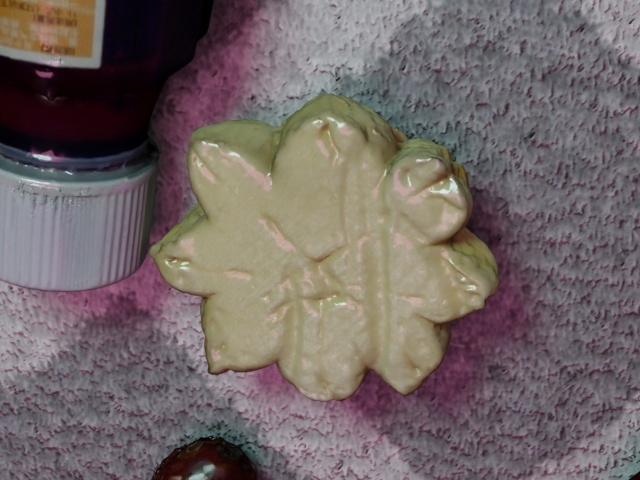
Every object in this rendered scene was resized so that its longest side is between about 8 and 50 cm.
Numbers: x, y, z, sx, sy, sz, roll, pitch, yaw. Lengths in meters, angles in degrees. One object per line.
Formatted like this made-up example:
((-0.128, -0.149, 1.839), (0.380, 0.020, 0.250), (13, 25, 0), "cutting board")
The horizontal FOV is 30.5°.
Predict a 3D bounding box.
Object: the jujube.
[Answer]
((-0.132, 0.261, 1.150), (0.104, 0.104, 0.166), (36, 109, -2), "jujube")

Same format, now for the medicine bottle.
((-0.210, -0.155, 0.975), (0.243, 0.242, 0.395), (12, 111, 6), "medicine bottle")

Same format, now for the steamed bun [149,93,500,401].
((0.000, 0.000, 1.040), (0.292, 0.137, 0.295), (36, 116, -6), "steamed bun")

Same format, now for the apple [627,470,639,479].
((0.427, 0.299, 0.975), (0.365, 0.295, 0.328), (34, 81, 2), "apple")
